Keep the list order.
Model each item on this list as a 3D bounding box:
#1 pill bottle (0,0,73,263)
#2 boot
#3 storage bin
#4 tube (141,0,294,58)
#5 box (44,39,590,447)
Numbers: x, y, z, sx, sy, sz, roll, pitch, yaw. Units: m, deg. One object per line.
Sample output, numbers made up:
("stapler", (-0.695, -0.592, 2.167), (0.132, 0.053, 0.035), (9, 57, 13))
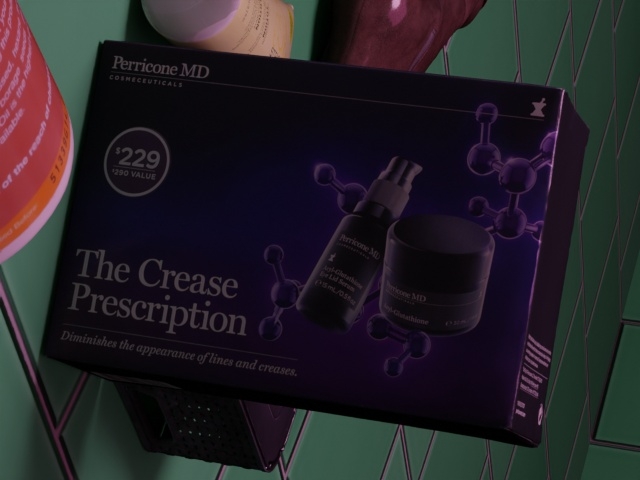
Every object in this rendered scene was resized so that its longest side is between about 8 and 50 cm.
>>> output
("pill bottle", (-0.174, -0.083, 0.710), (0.216, 0.121, 0.121), (73, 29, -55))
("boot", (0.051, -0.145, 1.543), (0.206, 0.090, 0.248), (-69, 164, -3))
("storage bin", (-0.053, 0.040, 1.229), (0.122, 0.084, 0.180), (75, 29, -52))
("tube", (-0.048, -0.129, 1.222), (0.070, 0.062, 0.240), (-41, 167, 4))
("box", (0.000, 0.000, 1.077), (0.103, 0.261, 0.184), (40, 59, -70))
